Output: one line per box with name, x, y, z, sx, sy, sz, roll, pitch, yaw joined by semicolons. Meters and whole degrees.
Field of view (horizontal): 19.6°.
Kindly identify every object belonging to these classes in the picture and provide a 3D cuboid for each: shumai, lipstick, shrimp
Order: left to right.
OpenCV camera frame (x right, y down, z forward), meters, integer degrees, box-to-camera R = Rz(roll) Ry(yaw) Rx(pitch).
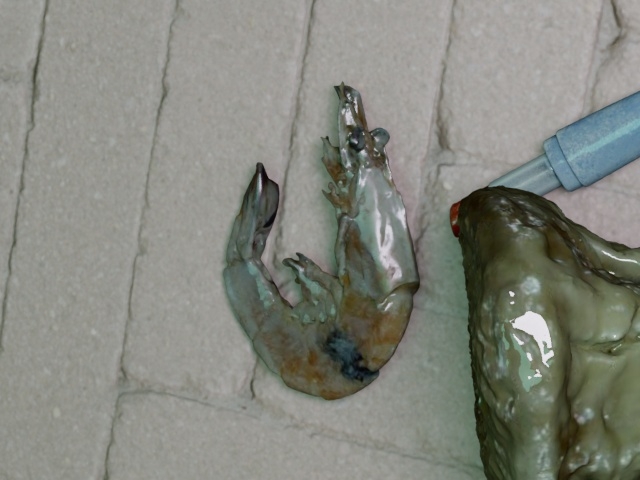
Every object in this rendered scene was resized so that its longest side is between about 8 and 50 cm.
shrimp;0.000;0.000;2.078;0.247;0.085;0.360;8;100;27
lipstick;0.254;-0.080;1.975;0.274;0.061;0.068;-28;85;20
shumai;0.303;0.099;1.827;0.323;0.397;0.324;-4;95;4
